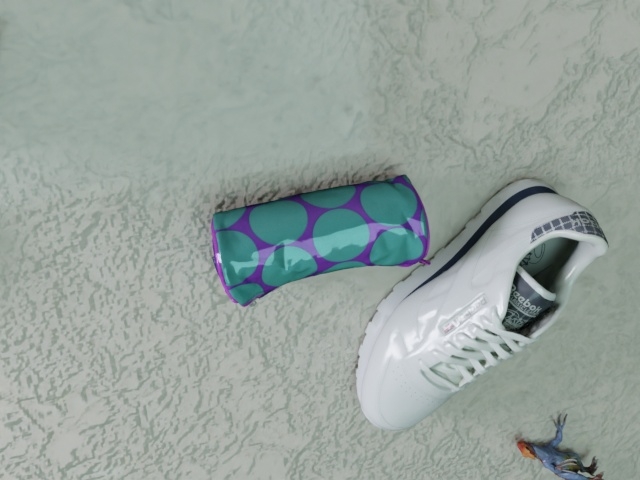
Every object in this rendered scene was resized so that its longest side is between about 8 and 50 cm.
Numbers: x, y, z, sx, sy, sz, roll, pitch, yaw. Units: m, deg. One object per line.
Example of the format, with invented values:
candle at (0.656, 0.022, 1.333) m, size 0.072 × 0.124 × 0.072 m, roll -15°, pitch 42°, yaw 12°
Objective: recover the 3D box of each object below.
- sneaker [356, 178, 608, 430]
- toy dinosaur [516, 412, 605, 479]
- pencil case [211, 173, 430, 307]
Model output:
sneaker at (0.114, 0.061, 0.625) m, size 0.090 × 0.095 × 0.235 m, roll 30°, pitch 104°, yaw -26°
toy dinosaur at (0.212, 0.204, 0.747) m, size 0.082 × 0.047 × 0.090 m, roll 12°, pitch 122°, yaw 0°
pencil case at (0.000, 0.000, 0.583) m, size 0.152 × 0.064 × 0.070 m, roll -13°, pitch 100°, yaw -9°
